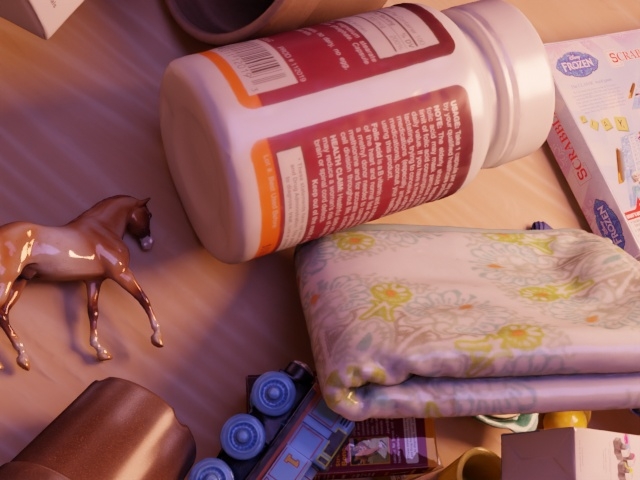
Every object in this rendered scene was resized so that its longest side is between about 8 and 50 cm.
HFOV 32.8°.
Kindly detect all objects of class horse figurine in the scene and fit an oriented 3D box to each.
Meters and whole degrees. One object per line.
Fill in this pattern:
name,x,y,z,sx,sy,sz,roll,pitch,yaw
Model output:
horse figurine,-0.269,0.038,1.085,0.263,0.066,0.175,-6,76,-32

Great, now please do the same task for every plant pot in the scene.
plant pot,-0.028,-0.350,1.298,0.229,0.263,0.263,-1,67,-46
plant pot,-0.206,0.224,0.983,0.167,0.167,0.165,42,47,-4

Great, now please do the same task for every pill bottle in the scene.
pill bottle,0.042,-0.133,1.190,0.392,0.224,0.224,-17,76,-21

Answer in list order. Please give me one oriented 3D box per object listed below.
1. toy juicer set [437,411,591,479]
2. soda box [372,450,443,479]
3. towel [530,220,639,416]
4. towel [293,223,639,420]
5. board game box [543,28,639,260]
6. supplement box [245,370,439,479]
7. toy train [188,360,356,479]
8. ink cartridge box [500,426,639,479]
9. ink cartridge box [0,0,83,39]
toy juicer set,0.234,0.159,1.272,0.209,0.089,0.329,11,62,-22
soda box,0.068,0.176,1.195,0.058,0.061,0.181,-10,73,-30
towel,0.382,0.132,1.355,0.336,0.040,0.243,36,33,-9
towel,0.169,0.068,1.112,0.374,0.320,0.090,-2,109,-6
board game box,0.462,-0.145,1.538,0.318,0.066,0.318,-14,74,-34
supplement box,0.020,0.188,1.107,0.188,0.081,0.104,-3,73,-1
toy train,-0.048,0.204,1.020,0.105,0.080,0.184,35,76,4
ink cartridge box,0.295,0.243,1.181,0.181,0.104,0.062,14,70,-36
ink cartridge box,-0.283,-0.436,1.121,0.279,0.160,0.385,28,69,23
